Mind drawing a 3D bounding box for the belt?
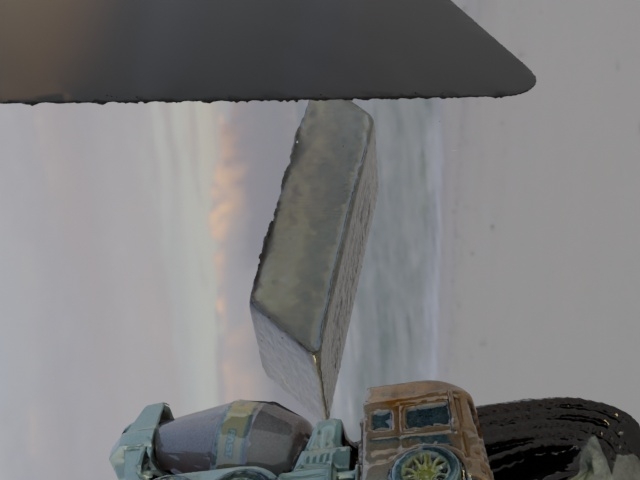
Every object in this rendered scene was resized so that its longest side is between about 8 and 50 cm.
[{"bbox_3d":[0.183,0.244,1.153,0.164,0.289,0.184,138,120,-69],"label":"belt"}]

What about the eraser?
[{"bbox_3d":[0.001,0.000,1.131,0.111,0.077,0.352,80,-163,-46],"label":"eraser"}]

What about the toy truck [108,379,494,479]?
[{"bbox_3d":[-0.016,0.156,0.765,0.140,0.257,0.108,-87,-16,-54],"label":"toy truck"}]

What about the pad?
[{"bbox_3d":[-0.059,-0.102,0.753,0.315,0.375,0.063,-121,33,-54],"label":"pad"}]
